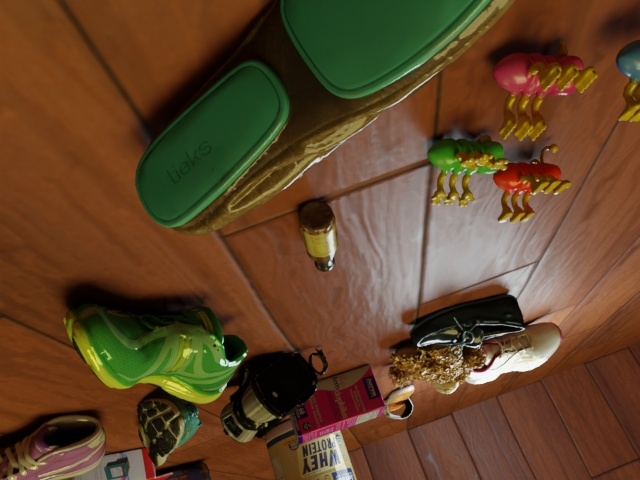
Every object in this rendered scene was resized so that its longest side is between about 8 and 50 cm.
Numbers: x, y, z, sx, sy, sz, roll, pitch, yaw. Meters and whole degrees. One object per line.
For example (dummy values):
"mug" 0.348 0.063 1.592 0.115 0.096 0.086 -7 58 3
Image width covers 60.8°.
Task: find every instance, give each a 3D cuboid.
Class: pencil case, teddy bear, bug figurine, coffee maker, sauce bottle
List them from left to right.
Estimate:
"pencil case" -0.467 0.745 1.608 0.306 0.119 0.133 5 166 -43
"coffee maker" -0.089 0.304 1.057 0.171 0.120 0.178 -1 148 -35
"sauce bottle" 0.000 0.000 0.643 0.042 0.042 0.128 -18 156 -5
"teddy bear" 0.288 0.311 1.349 0.245 0.113 0.338 -17 153 -3
"bug figurine" 0.233 -0.117 0.555 0.216 0.072 0.279 -1 152 -22

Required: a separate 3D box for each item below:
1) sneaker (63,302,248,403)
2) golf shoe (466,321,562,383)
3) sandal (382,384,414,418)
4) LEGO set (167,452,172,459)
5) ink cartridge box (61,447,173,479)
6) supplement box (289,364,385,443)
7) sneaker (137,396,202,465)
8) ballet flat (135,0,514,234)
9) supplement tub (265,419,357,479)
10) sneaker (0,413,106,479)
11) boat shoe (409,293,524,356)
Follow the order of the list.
"sneaker" -0.197 0.124 0.694 0.123 0.109 0.295 -47 149 1
"golf shoe" 0.517 0.310 1.511 0.306 0.115 0.140 -30 148 16
"sandal" 0.262 0.557 1.822 0.102 0.076 0.265 -14 153 -12
"LEGO set" -0.401 0.530 1.373 0.054 0.023 0.083 -12 139 -21
"ink cartridge box" -0.488 0.560 1.297 0.231 0.078 0.134 6 143 -42
"supplement box" 0.033 0.399 1.328 0.220 0.111 0.114 -16 152 -11
"sneaker" -0.289 0.352 1.062 0.110 0.107 0.275 -28 165 -32
"ballet flat" 0.008 -0.112 0.383 0.342 0.116 0.124 -38 169 31
"supplement tub" -0.017 0.691 1.608 0.228 0.316 0.228 -17 153 -9
"sneaker" -0.509 0.365 0.912 0.282 0.102 0.161 -17 152 -31
"boat shoe" 0.319 0.182 1.150 0.258 0.089 0.109 -16 153 -9
